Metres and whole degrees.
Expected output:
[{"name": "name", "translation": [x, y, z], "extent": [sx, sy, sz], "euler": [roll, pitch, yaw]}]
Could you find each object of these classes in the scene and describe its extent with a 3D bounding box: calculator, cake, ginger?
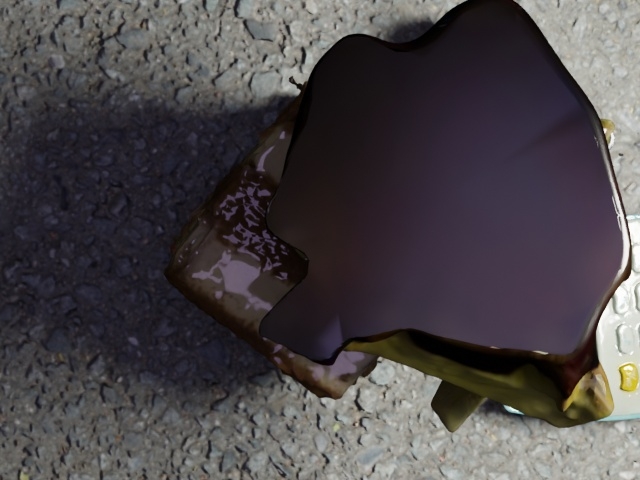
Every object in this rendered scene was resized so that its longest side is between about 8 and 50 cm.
[{"name": "calculator", "translation": [0.402, 0.095, 1.482], "extent": [0.386, 0.054, 0.256], "euler": [-6, 89, -7]}, {"name": "cake", "translation": [0.000, 0.000, 1.344], "extent": [0.282, 0.256, 0.290], "euler": [37, 90, -6]}, {"name": "ginger", "translation": [0.119, -0.009, 1.157], "extent": [0.358, 0.211, 0.413], "euler": [-8, 83, 5]}]

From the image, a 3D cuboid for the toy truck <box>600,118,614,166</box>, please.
[{"name": "toy truck", "translation": [0.224, -0.146, 1.435], "extent": [0.272, 0.124, 0.157], "euler": [39, 95, -7]}]
